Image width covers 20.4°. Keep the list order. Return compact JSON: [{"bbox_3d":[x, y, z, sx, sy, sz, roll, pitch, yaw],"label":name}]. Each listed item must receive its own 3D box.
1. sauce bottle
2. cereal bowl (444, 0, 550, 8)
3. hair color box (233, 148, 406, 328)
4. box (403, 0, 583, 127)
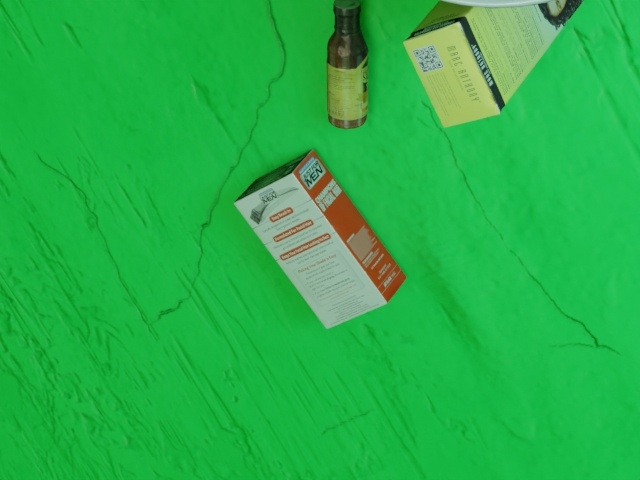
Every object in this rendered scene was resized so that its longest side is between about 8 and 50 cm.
[{"bbox_3d":[0.026,-0.169,1.695,0.042,0.042,0.128,16,129,21],"label":"sauce bottle"},{"bbox_3d":[0.152,-0.349,1.359,0.339,0.141,0.339,6,104,23],"label":"cereal bowl"},{"bbox_3d":[0.000,0.000,1.820,0.093,0.053,0.167,-25,107,41],"label":"hair color box"},{"bbox_3d":[0.151,-0.189,1.478,0.058,0.232,0.087,-12,117,36],"label":"box"}]
